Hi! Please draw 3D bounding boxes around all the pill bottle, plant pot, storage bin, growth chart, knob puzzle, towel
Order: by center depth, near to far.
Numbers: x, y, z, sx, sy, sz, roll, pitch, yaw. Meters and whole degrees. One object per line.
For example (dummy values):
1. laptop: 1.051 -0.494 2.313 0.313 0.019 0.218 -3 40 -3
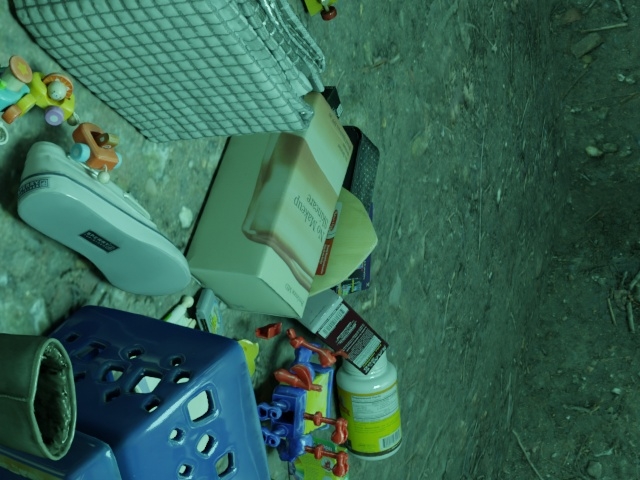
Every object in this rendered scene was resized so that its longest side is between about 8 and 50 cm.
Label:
1. plant pot: -0.211 0.227 0.803 0.212 0.236 0.235 -36 126 -49
2. towel: -0.146 -0.224 0.850 0.284 0.235 0.121 43 51 -57
3. growth chart: -0.197 0.215 1.045 0.172 0.021 0.237 -43 131 -52
4. knob puzzle: 0.000 0.000 1.203 0.030 0.213 0.213 44 56 -55
5. storage bin: 0.016 -0.092 1.298 0.084 0.122 0.180 32 66 -60
6. pill bottle: 0.093 0.306 1.513 0.117 0.117 0.214 -38 127 -55

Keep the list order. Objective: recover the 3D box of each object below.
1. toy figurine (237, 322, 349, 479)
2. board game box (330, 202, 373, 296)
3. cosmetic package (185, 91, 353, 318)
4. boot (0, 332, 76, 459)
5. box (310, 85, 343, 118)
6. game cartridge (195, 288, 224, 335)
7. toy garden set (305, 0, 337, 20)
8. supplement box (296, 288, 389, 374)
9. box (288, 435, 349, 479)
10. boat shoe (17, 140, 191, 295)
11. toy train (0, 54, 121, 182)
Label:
1. toy figurine: -0.012 0.295 1.250 0.217 0.191 0.362 -18 111 -66
2. board game box: 0.047 0.013 1.455 0.141 0.048 0.170 -8 102 -61
3. cosmetic package: -0.067 -0.054 1.138 0.153 0.129 0.296 50 51 -55
4. boot: -0.301 0.079 0.619 0.076 0.209 0.189 -45 132 -53
5. box: -0.016 -0.210 1.259 0.062 0.083 0.052 -63 146 -38
6. game cartridge: -0.154 0.112 1.101 0.056 0.017 0.083 -85 167 -54
7. toy garden set: 0.000 -0.505 1.290 0.203 0.049 0.244 62 41 -43
8. supplement box: 0.012 0.129 1.302 0.073 0.130 0.239 -50 146 -6
9. box: -0.003 0.414 1.357 0.043 0.105 0.179 -26 118 -52
10. boat shoe: -0.227 -0.020 0.872 0.258 0.095 0.084 54 22 -54
11. toy train: -0.263 -0.126 0.773 0.166 0.046 0.125 13 42 -59
